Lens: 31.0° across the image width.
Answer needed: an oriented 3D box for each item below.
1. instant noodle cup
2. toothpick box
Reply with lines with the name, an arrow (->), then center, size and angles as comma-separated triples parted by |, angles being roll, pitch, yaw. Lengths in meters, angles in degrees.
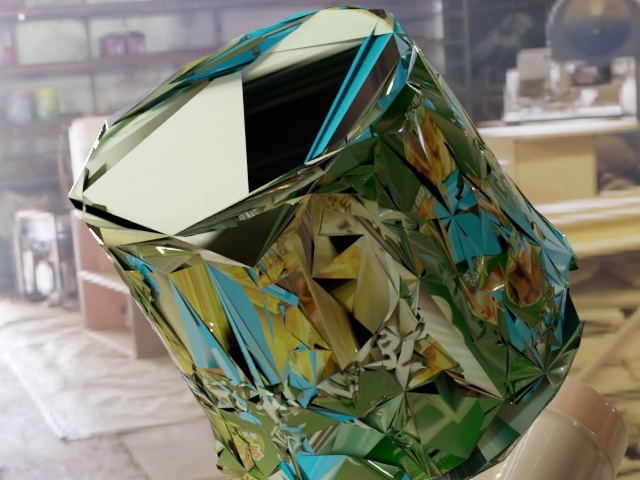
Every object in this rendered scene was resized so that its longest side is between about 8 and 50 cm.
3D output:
instant noodle cup -> 0.000, 0.000, 0.597 | 0.240, 0.178, 0.240 | -22, 34, 16
toothpick box -> 0.139, 0.174, 0.784 | 0.098, 0.098, 0.149 | 2, 39, 36
